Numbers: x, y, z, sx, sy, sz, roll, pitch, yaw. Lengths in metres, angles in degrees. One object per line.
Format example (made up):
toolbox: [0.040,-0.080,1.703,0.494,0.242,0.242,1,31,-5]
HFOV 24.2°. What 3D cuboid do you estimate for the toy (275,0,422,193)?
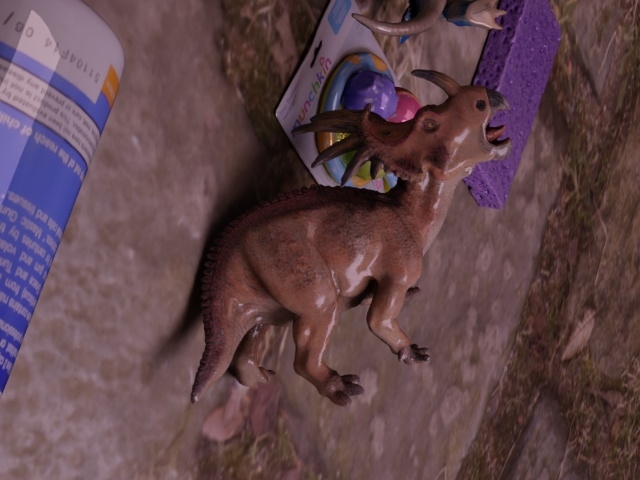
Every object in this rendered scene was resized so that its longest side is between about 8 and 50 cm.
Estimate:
toy: [0.052,-0.087,1.239,0.137,0.056,0.237,-66,150,-24]

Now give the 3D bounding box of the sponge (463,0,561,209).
sponge: [0.188,-0.149,1.496,0.117,0.031,0.210,47,59,-57]

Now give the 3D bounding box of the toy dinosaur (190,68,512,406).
toy dinosaur: [0.000,0.000,1.104,0.295,0.127,0.200,-26,114,-22]

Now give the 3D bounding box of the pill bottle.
pill bottle: [-0.205,0.005,0.696,0.152,0.152,0.272,43,62,-58]

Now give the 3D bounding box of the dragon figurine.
dragon figurine: [0.092,-0.216,1.210,0.289,0.144,0.085,-45,119,-33]
